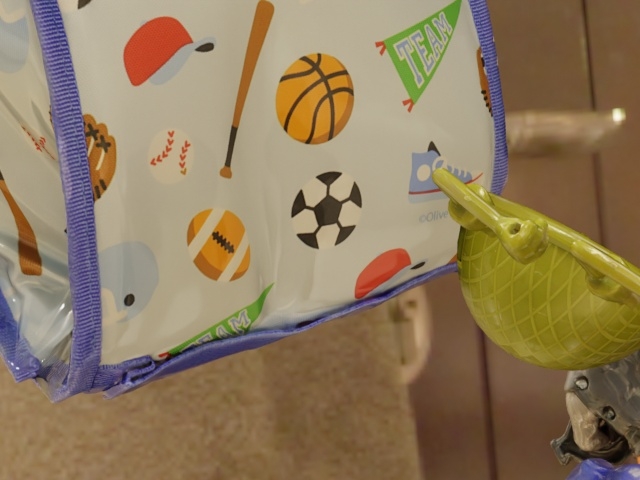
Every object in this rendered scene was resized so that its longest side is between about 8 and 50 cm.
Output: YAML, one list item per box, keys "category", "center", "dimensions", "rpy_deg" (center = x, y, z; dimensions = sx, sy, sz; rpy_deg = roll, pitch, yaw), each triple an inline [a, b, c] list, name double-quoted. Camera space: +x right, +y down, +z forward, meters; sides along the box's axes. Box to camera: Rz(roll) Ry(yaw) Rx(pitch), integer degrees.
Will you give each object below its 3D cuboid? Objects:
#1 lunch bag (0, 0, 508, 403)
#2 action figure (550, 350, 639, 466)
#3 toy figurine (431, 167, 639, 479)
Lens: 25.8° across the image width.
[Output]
- category: "lunch bag"
  center: [-0.078, -0.124, 0.838]
  dimensions: [0.327, 0.385, 0.239]
  rpy_deg: [-17, -1, -36]
- category: "action figure"
  center: [0.412, 0.165, 1.564]
  dimensions: [0.330, 0.341, 0.178]
  rpy_deg: [45, 8, 33]
- category: "toy figurine"
  center: [0.166, 0.143, 0.627]
  dimensions: [0.362, 0.217, 0.191]
  rpy_deg: [28, 6, 18]
